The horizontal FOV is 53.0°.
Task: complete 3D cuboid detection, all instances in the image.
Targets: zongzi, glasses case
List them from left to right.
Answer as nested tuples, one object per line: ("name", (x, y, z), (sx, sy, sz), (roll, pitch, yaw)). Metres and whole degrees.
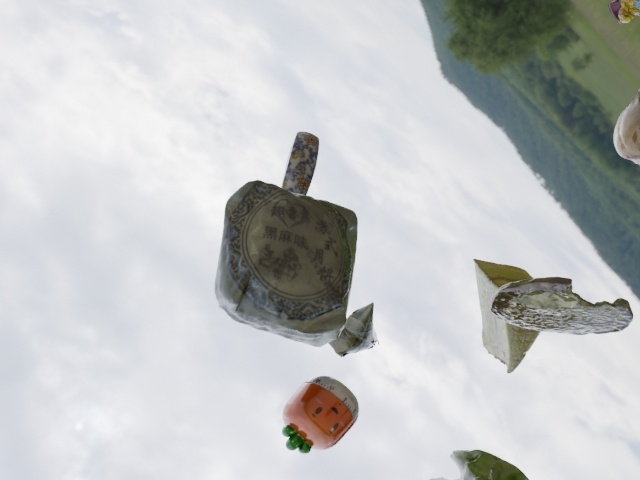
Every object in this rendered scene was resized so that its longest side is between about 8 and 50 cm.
("glasses case", (-0.058, -0.215, 1.880), (0.086, 0.065, 0.248), (18, -124, -11))
("zongzi", (0.143, 0.249, 1.926), (0.094, 0.204, 0.205), (47, -156, 28))

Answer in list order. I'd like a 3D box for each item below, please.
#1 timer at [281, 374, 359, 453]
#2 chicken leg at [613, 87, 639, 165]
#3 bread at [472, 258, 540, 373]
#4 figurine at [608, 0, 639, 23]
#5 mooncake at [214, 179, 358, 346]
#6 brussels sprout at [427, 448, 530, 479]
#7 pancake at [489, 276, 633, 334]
("timer", (-0.011, 0.276, 0.999), (0.099, 0.136, 0.136), (56, -152, 0))
("chicken leg", (0.757, -0.273, 1.178), (0.295, 0.409, 0.182), (30, 164, 49))
("bread", (0.615, 0.284, 2.235), (0.244, 0.362, 0.233), (8, -154, -22))
("figurine", (0.830, -0.626, 1.655), (0.094, 0.156, 0.115), (35, -136, -26))
("mooncake", (-0.055, 0.037, 1.106), (0.254, 0.136, 0.250), (15, -115, -20))
("brussels sprout", (0.367, 0.724, 1.496), (0.361, 0.425, 0.342), (19, 139, 48))
("pancake", (0.402, 0.119, 1.085), (0.235, 0.212, 0.029), (21, -117, -19))
